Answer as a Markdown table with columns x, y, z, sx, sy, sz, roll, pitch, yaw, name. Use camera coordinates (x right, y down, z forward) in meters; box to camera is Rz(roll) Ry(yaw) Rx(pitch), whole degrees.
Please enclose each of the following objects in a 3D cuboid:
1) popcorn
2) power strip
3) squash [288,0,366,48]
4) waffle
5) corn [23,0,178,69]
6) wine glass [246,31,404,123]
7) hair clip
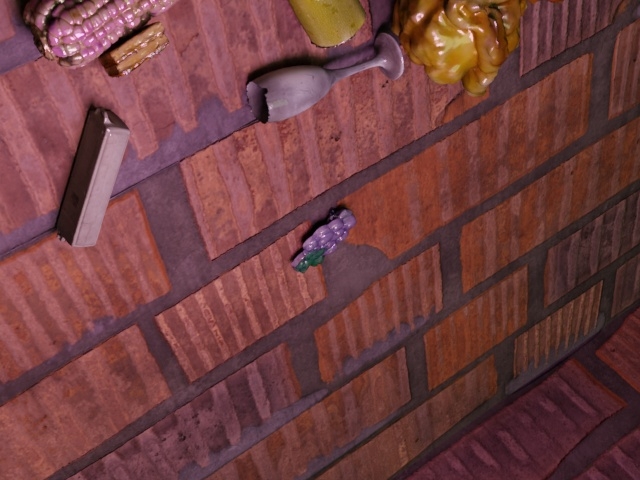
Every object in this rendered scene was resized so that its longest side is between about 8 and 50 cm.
| x | y | z | sx | sy | sz | roll | pitch | yaw | name |
| --- | --- | --- | --- | --- | --- | --- | --- | --- | --- |
| 0.280 | -0.452 | 1.837 | 0.321 | 0.290 | 0.326 | -50 | -167 | 51 | popcorn |
| -0.397 | -0.107 | 1.661 | 0.052 | 0.078 | 0.272 | -2 | 125 | -44 | power strip |
| -0.006 | -0.438 | 1.687 | 0.123 | 0.123 | 0.187 | -43 | 138 | -2 | squash |
| -0.298 | -0.304 | 1.522 | 0.102 | 0.148 | 0.042 | -38 | 109 | -11 | waffle |
| -0.296 | -0.387 | 1.469 | 0.335 | 0.126 | 0.127 | -36 | 141 | -14 | corn |
| 0.047 | -0.236 | 1.822 | 0.309 | 0.264 | 0.096 | -24 | 174 | -24 | wine glass |
| -0.001 | -0.001 | 2.154 | 0.124 | 0.052 | 0.195 | 9 | 125 | -52 | hair clip |
